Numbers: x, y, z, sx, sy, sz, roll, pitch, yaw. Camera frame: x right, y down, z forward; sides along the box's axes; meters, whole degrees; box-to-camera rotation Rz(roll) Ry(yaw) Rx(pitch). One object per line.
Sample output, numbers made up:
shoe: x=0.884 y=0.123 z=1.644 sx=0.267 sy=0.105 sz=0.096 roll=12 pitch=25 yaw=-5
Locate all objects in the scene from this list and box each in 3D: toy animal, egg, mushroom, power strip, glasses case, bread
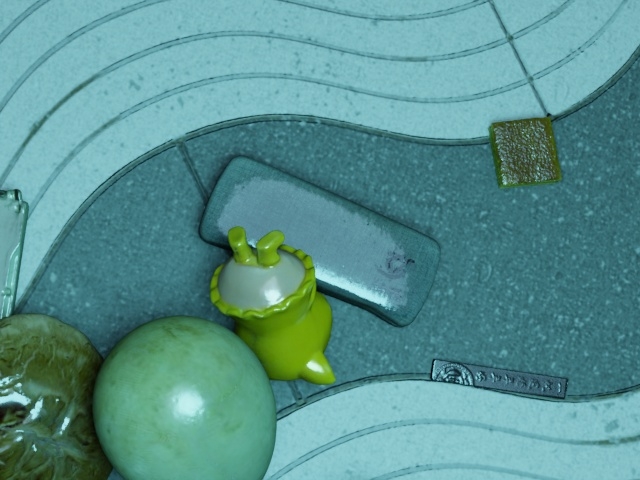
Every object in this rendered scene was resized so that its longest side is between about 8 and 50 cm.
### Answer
toy animal: x=-0.062 y=0.086 z=1.561 sx=0.156 sy=0.156 sz=0.230 roll=-21 pitch=122 yaw=-10
egg: x=-0.160 y=0.227 z=1.508 sx=0.218 sy=0.295 sz=0.218 roll=-10 pitch=39 yaw=8
mushroom: x=-0.371 y=0.230 z=1.518 sx=0.278 sy=0.146 sz=0.278 roll=-6 pitch=99 yaw=-37
power strip: x=-0.438 y=0.073 z=1.600 sx=0.080 sy=0.048 sz=0.286 roll=5 pitch=81 yaw=-4
glasses case: x=0.000 y=0.000 z=1.651 sx=0.323 sy=0.074 sz=0.131 roll=24 pitch=80 yaw=-3
bread: x=0.289 y=-0.123 z=1.724 sx=0.090 sy=0.035 sz=0.094 roll=-8 pitch=82 yaw=-8

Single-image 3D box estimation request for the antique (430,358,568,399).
antique: x=0.247 y=0.192 z=1.680 sx=0.192 sy=0.015 sz=0.031 roll=9 pitch=81 yaw=-5
